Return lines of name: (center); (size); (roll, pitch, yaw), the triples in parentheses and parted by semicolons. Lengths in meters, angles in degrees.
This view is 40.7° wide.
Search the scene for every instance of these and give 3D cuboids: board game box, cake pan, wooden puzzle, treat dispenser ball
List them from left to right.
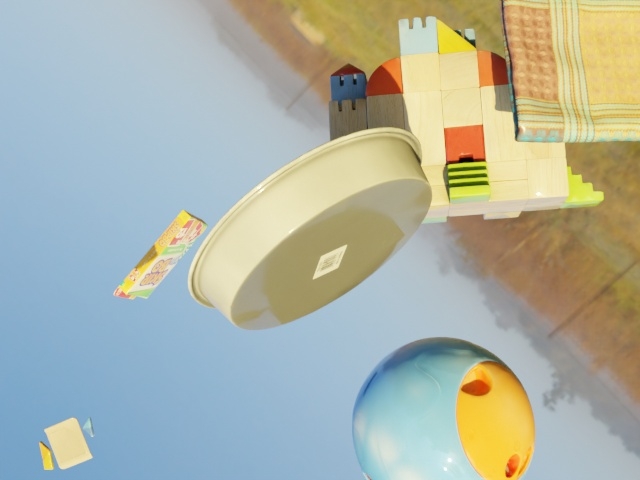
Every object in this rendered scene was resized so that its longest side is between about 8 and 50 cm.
wooden puzzle: (-0.404, 0.325, 1.386); (0.014, 0.116, 0.078); (-24, -83, -68)
board game box: (-0.380, 0.044, 2.058); (0.039, 0.259, 0.124); (43, -178, 15)
cake pan: (0.000, 0.000, 0.918); (0.054, 0.293, 0.293); (55, -167, 21)
treat dispenser ball: (0.193, 0.297, 1.368); (0.288, 0.288, 0.288); (44, -170, -10)

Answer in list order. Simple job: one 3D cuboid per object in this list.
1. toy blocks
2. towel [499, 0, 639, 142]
toy blocks: (0.156, -0.166, 1.115); (0.191, 0.381, 0.261); (44, -138, -79)
towel: (0.393, -0.241, 0.998); (0.040, 0.370, 0.271); (108, 160, -73)
